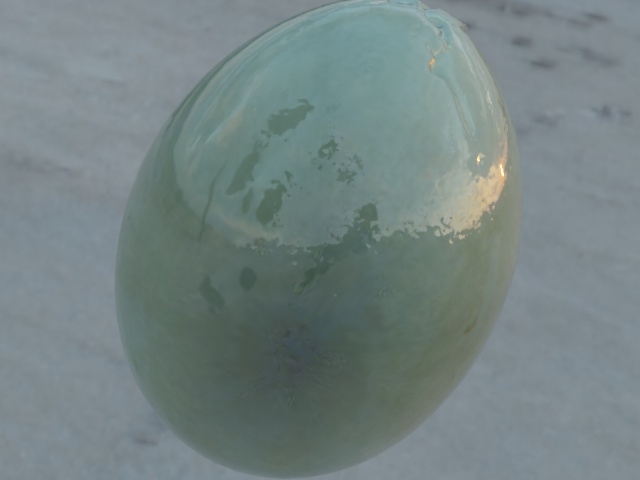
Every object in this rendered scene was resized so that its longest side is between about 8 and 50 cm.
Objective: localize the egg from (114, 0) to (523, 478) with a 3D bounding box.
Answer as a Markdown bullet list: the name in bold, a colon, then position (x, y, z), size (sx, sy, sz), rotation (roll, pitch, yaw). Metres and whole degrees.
- **egg**: position (0.000, 0.000, 0.464), size (0.114, 0.152, 0.114), rotation (22, 22, -10)
